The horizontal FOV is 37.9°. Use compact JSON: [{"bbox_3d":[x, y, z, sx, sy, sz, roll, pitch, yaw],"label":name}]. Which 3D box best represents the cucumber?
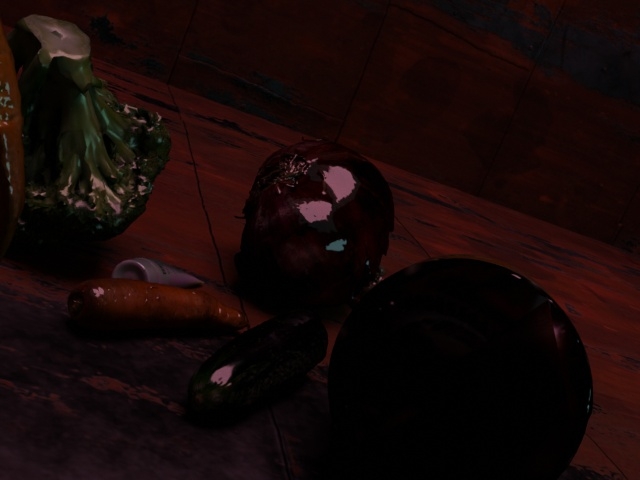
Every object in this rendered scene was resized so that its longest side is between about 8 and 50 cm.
[{"bbox_3d":[-0.064,0.127,0.971,0.074,0.075,0.241,27,16,17],"label":"cucumber"}]

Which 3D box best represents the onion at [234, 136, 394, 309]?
[{"bbox_3d":[-0.009,-0.016,1.301,0.221,0.281,0.281,-18,4,17],"label":"onion"}]

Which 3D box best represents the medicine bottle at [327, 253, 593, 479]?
[{"bbox_3d":[0.141,0.131,0.978,0.242,0.243,0.395,24,2,5],"label":"medicine bottle"}]

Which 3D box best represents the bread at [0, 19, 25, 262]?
[{"bbox_3d":[-0.407,-0.102,0.769,0.336,0.359,0.204,10,24,37],"label":"bread"}]

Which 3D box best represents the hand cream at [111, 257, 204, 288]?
[{"bbox_3d":[-0.199,0.043,1.136,0.076,0.047,0.174,24,6,8],"label":"hand cream"}]

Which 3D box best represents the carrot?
[{"bbox_3d":[-0.171,0.076,1.032,0.247,0.059,0.059,11,19,-48],"label":"carrot"}]

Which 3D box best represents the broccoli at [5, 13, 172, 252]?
[{"bbox_3d":[-0.323,-0.121,1.110,0.307,0.275,0.308,16,43,-15],"label":"broccoli"}]
